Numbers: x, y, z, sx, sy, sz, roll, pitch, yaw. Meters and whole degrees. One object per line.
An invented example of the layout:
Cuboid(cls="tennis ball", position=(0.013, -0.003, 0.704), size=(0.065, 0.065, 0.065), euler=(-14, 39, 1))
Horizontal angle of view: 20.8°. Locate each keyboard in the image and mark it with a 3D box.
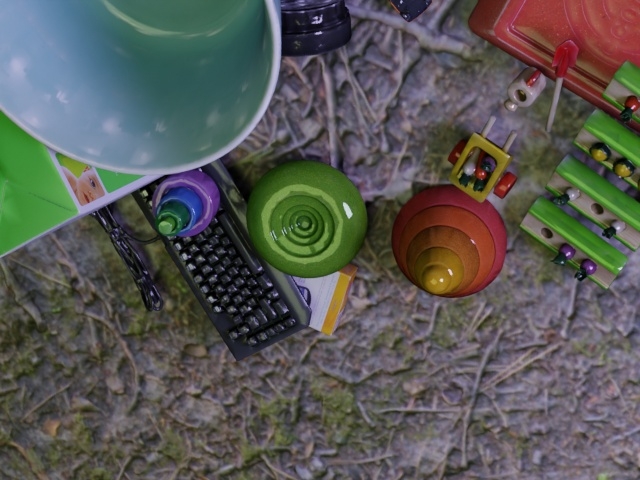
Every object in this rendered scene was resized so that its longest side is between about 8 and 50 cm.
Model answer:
Cuboid(cls="keyboard", position=(-0.159, -0.010, 1.867), size=(0.201, 0.033, 0.317), euler=(-27, 97, 35))

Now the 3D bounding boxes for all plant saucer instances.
Cuboid(cls="plant saucer", position=(0.293, -0.224, 1.584), size=(0.259, 0.048, 0.258), euler=(32, 123, 5))

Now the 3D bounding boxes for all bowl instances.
Cuboid(cls="bowl", position=(-0.161, -0.229, 1.541), size=(0.311, 0.163, 0.312), euler=(9, 127, 12))

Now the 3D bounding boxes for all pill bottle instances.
Cuboid(cls="pill bottle", position=(-0.024, -0.290, 1.631), size=(0.122, 0.123, 0.219), euler=(4, 117, 20))

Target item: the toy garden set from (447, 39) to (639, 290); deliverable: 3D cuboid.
Cuboid(cls="toy garden set", position=(0.232, -0.075, 1.639), size=(0.203, 0.049, 0.244), euler=(37, 140, 9))

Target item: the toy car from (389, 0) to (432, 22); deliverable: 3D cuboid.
Cuboid(cls="toy car", position=(0.098, -0.270, 1.656), size=(0.122, 0.060, 0.040), euler=(-54, 44, 17))

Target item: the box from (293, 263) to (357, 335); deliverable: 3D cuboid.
Cuboid(cls="box", position=(-0.035, 0.038, 1.863), size=(0.136, 0.028, 0.081), euler=(25, 122, 11))

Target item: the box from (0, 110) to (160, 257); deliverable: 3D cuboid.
Cuboid(cls="box", position=(-0.276, -0.147, 1.716), size=(0.126, 0.231, 0.262), euler=(-24, 94, 31))

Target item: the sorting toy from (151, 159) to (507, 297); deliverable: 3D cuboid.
Cuboid(cls="sorting toy", position=(0.000, 0.000, 1.739), size=(0.365, 0.126, 0.127), euler=(10, 111, 7))
